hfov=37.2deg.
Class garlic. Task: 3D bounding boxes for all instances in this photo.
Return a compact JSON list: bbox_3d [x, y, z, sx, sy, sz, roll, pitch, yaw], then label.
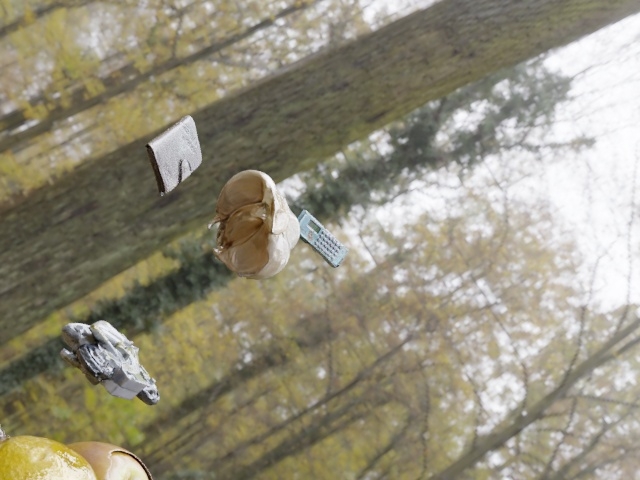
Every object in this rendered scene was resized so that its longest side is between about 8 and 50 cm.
[{"bbox_3d":[-0.125,-0.028,1.965,0.178,0.142,0.229,-22,-107,34],"label":"garlic"}]

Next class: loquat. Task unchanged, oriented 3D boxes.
[{"bbox_3d":[-0.415,0.360,1.312,0.246,0.213,0.213,67,-21,1],"label":"loquat"}]

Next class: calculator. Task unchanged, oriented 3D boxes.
[{"bbox_3d":[0.000,0.000,2.075,0.018,0.057,0.172,20,-17,47],"label":"calculator"}]

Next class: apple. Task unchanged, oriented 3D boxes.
[{"bbox_3d":[-0.394,0.464,1.655,0.207,0.237,0.237,-4,-57,20],"label":"apple"}]

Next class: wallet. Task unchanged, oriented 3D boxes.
[{"bbox_3d":[-0.314,-0.188,2.080,0.232,0.031,0.122,-60,140,-64],"label":"wallet"}]

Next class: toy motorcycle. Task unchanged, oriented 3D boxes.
[{"bbox_3d":[-0.331,0.179,1.480,0.152,0.073,0.225,50,-1,28],"label":"toy motorcycle"}]
